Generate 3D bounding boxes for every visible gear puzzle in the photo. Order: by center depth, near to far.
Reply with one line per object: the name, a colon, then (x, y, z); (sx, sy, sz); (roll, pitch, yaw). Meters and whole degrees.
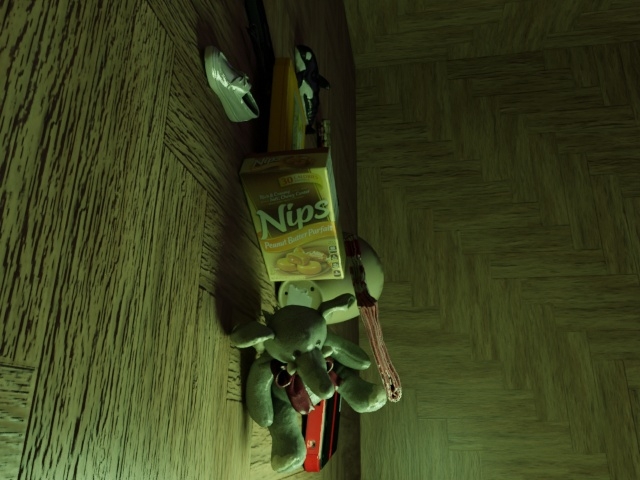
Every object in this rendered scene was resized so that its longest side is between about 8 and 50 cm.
gear puzzle: (0.015, -0.315, 2.090); (0.175, 0.044, 0.338); (-60, 149, -75)

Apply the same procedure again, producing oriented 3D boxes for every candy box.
candy box: (-0.052, -0.049, 1.169); (0.087, 0.183, 0.316); (-83, 167, -48)

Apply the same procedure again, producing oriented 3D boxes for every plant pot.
plant pot: (0.006, 0.124, 1.396); (0.274, 0.257, 0.256); (-24, 112, -64)

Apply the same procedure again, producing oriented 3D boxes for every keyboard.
keyboard: (-0.141, -0.464, 1.221); (0.201, 0.033, 0.317); (-90, 171, -49)

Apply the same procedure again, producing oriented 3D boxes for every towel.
towel: (0.108, 0.148, 1.120); (0.329, 0.037, 0.236); (-97, 170, -65)

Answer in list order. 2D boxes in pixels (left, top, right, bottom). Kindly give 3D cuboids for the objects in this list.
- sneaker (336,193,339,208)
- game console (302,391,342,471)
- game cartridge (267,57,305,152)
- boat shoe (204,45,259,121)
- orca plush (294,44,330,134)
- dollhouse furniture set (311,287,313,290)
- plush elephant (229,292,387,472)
sneaker: (-0.015, -0.163, 1.573); (0.237, 0.085, 0.086); (55, 5, -36)
game console: (0.020, 0.515, 1.677); (0.342, 0.060, 0.385); (41, 55, -76)
game cartridge: (-0.080, -0.259, 1.321); (0.323, 0.053, 0.284); (77, 15, -78)
boat shoe: (-0.159, -0.284, 0.960); (0.184, 0.063, 0.066); (72, 18, -58)
orca plush: (-0.019, -0.499, 1.728); (0.151, 0.102, 0.286); (-16, 104, -80)
dollhouse furniture set: (-0.017, 0.189, 1.609); (0.151, 0.076, 0.058); (89, 9, -47)
plush elephant: (-0.032, 0.231, 1.011); (0.329, 0.272, 0.255); (61, -16, 22)
